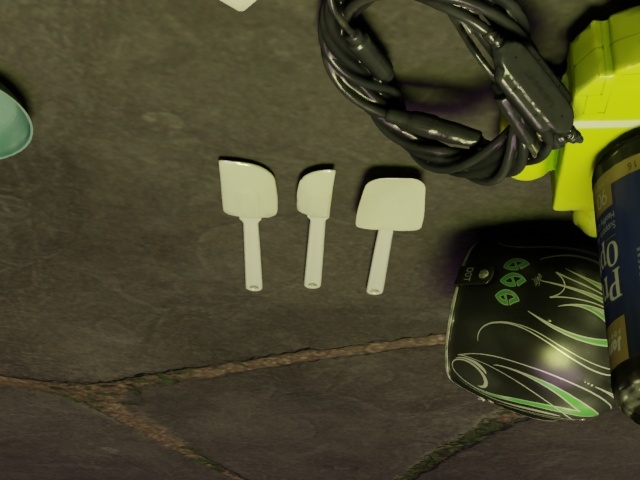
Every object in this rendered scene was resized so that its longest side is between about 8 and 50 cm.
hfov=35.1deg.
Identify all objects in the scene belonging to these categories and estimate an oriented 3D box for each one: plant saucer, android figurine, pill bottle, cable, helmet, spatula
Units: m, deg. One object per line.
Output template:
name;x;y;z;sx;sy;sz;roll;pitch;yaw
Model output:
plant saucer;-0.265;-0.096;0.724;0.119;0.021;0.119;1;153;1
android figurine;0.244;-0.082;0.676;0.248;0.056;0.273;-2;153;8
pill bottle;0.239;0.047;0.628;0.122;0.219;0.123;2;155;1
cable;0.070;-0.108;0.630;0.184;0.047;0.150;42;155;-25
helmet;0.200;0.077;0.872;0.161;0.169;0.169;12;156;19
spatula;0.000;0.000;0.893;0.168;0.019;0.242;2;152;-1

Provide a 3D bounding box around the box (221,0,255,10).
box;-0.026;-0.236;0.397;0.232;0.058;0.322;23;145;-34
